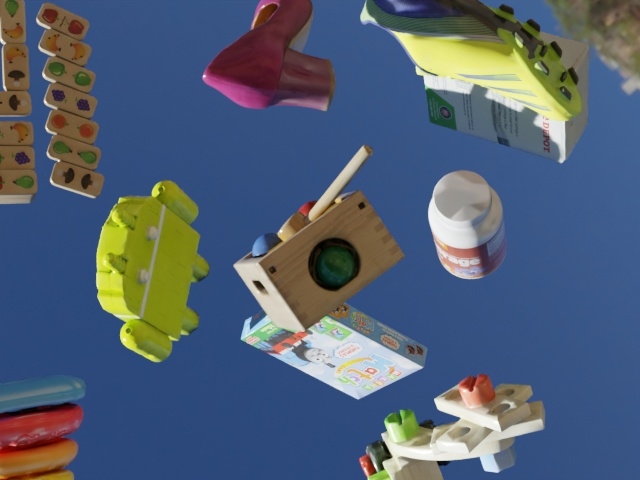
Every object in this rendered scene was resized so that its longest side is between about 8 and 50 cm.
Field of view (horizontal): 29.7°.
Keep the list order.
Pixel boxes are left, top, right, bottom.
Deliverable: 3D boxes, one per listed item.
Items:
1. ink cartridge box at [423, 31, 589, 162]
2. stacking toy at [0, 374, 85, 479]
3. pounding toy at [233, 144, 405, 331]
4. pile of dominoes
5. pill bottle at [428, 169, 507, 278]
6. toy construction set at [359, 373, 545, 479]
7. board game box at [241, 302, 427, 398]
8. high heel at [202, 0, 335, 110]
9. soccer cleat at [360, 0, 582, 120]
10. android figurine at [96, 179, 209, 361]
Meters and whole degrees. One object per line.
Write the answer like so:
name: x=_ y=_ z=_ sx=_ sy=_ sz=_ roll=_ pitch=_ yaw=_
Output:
ink cartridge box: x=0.249 y=-0.208 z=1.615 sx=0.208 sy=0.153 sz=0.087 roll=21 pitch=-124 yaw=26
stacking toy: x=-0.346 y=0.313 z=1.400 sx=0.166 sy=0.175 sz=0.301 roll=-6 pitch=-95 yaw=-31
pounding toy: x=0.000 y=0.000 z=1.040 sx=0.130 sy=0.141 sz=0.100 roll=-36 pitch=-83 yaw=-13
pile of dominoes: x=-0.346 y=-0.166 z=1.354 sx=0.196 sy=0.040 sz=0.251 roll=-2 pitch=-104 yaw=-19
pill bottle: x=0.241 y=-0.028 z=1.981 sx=0.216 sy=0.121 sz=0.121 roll=63 pitch=-177 yaw=-64
toy construction set: x=0.131 y=0.274 z=1.112 sx=0.151 sy=0.327 sz=0.215 roll=-8 pitch=-168 yaw=-8
board game box: x=0.019 y=0.145 z=1.700 sx=0.211 sy=0.160 sz=0.039 roll=29 pitch=-127 yaw=-23
high heel: x=-0.100 y=-0.298 z=1.758 sx=0.181 sy=0.127 sz=0.377 roll=9 pitch=-157 yaw=-18
soccer cleat: x=0.179 y=-0.223 z=1.421 sx=0.289 sy=0.121 sz=0.093 roll=34 pitch=-144 yaw=-11
android figurine: x=-0.233 y=0.038 z=1.695 sx=0.273 sy=0.056 sz=0.248 roll=50 pitch=-134 yaw=-62
